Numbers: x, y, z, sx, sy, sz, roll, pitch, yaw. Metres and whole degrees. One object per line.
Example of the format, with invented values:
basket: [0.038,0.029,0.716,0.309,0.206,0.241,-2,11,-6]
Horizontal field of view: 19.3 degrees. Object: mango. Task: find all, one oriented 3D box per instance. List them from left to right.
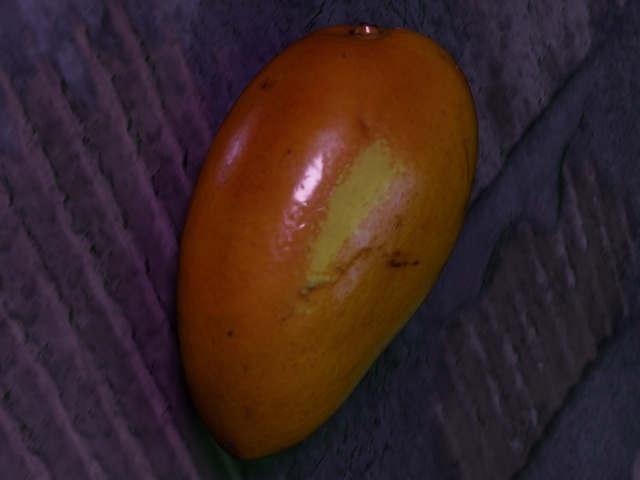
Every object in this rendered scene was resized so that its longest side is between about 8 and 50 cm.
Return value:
mango: [0.000,0.000,0.890,0.145,0.112,0.219,40,68,-53]
